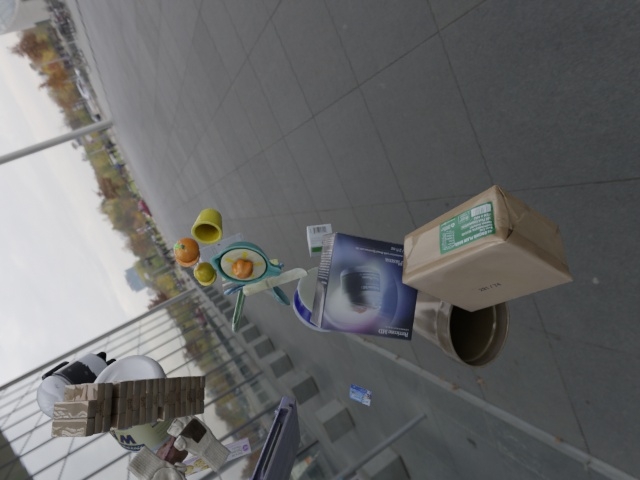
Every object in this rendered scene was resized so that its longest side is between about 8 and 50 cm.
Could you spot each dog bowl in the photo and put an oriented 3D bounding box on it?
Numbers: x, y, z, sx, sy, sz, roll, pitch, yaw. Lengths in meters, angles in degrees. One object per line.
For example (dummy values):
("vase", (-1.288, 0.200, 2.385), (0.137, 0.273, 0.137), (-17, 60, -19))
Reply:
("dog bowl", (0.022, 0.242, 1.787), (0.265, 0.264, 0.104), (53, 145, 26))

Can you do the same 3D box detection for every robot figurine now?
("robot figurine", (-0.897, 0.534, 1.586), (0.209, 0.278, 0.174), (-14, 102, 28))

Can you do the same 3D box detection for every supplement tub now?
("supplement tub", (-0.615, 0.574, 1.464), (0.235, 0.235, 0.325), (47, 151, 39))

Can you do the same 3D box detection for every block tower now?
("block tower", (-0.379, 0.342, 0.910), (0.335, 0.097, 0.091), (30, -127, -64))

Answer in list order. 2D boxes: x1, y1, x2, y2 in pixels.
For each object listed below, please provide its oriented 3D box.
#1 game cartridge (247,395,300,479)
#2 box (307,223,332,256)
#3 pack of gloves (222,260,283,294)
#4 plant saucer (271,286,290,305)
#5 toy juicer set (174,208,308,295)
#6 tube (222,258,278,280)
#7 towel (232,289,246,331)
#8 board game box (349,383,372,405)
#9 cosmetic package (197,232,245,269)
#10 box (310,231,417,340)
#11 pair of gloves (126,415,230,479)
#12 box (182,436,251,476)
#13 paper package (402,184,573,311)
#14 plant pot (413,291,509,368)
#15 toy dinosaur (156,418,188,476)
("game cartridge", (-0.142, 0.700, 1.320), (0.355, 0.068, 0.230), (-64, -22, -57))
("box", (0.000, 0.000, 1.730), (0.087, 0.101, 0.102), (93, 169, -60))
("pack of gloves", (-0.245, 0.128, 1.541), (0.195, 0.231, 0.046), (124, 125, -69))
("plant saucer", (-0.181, 0.247, 1.896), (0.119, 0.021, 0.119), (48, -175, -6))
("toy juicer set", (-0.216, 0.077, 1.069), (0.329, 0.209, 0.090), (36, -149, -31))
("tube", (-0.293, 0.126, 1.789), (0.070, 0.239, 0.062), (112, 147, -73))
("towel", (-0.397, 0.322, 2.116), (0.325, 0.038, 0.248), (120, 161, -66))
("board game box", (0.163, 0.629, 1.735), (0.090, 0.020, 0.090), (16, 137, 19))
("cosmetic package", (-0.438, 0.062, 1.915), (0.118, 0.231, 0.085), (62, 147, 3))
("box", (0.144, 0.145, 1.354), (0.182, 0.295, 0.294), (173, 107, -77))
("pair of gloves", (-0.401, 0.631, 1.232), (0.204, 0.240, 0.042), (43, 131, 10))
("box", (-0.473, 0.968, 1.903), (0.063, 0.323, 0.067), (125, 130, -65))
("paper package", (0.432, 0.044, 1.146), (0.324, 0.309, 0.168), (-33, 44, 47))
("plant pot", (0.500, 0.292, 1.626), (0.280, 0.323, 0.324), (-1, 115, 61))
("toy dinosaur", (-0.472, 0.684, 1.286), (0.127, 0.296, 0.200), (14, 176, 17))
